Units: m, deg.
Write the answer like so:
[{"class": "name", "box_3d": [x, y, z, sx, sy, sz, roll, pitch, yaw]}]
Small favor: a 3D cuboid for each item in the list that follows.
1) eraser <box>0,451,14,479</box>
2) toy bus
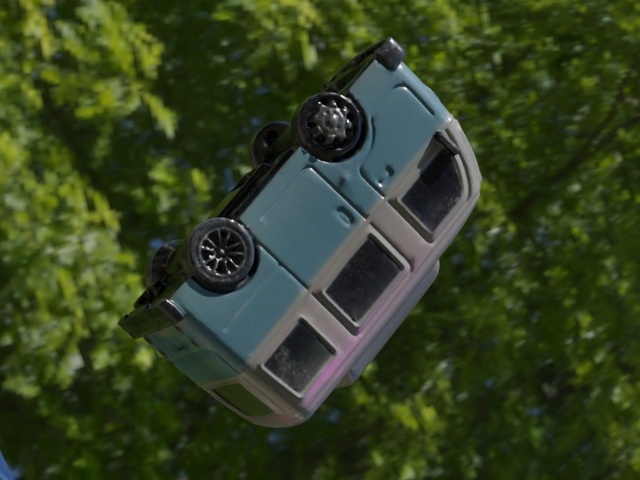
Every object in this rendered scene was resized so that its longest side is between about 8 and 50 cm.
[{"class": "eraser", "box_3d": [-0.197, 0.101, 0.908, 0.027, 0.085, 0.063, -32, -123, -2]}, {"class": "toy bus", "box_3d": [0.000, 0.000, 0.571, 0.075, 0.123, 0.060, 43, -20, -9]}]
